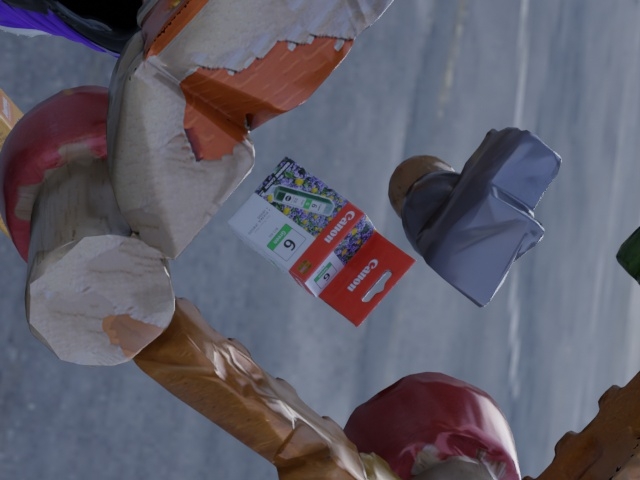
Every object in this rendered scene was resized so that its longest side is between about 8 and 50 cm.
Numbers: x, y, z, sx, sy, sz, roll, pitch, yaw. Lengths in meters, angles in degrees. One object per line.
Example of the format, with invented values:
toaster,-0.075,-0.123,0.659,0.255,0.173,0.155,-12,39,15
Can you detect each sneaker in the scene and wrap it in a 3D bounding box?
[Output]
sneaker,-0.206,-0.215,1.319,0.102,0.293,0.146,-65,156,-8

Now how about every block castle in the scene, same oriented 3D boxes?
block castle,0.101,-0.081,0.692,0.453,0.303,0.213,-47,-161,9

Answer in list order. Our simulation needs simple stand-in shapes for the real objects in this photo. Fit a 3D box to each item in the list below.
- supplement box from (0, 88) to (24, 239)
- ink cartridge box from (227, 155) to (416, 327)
supplement box,-0.261,-0.033,1.579,0.233,0.080,0.078,48,10,-31
ink cartridge box,0.000,0.000,1.101,0.063,0.115,0.029,-49,149,-7
